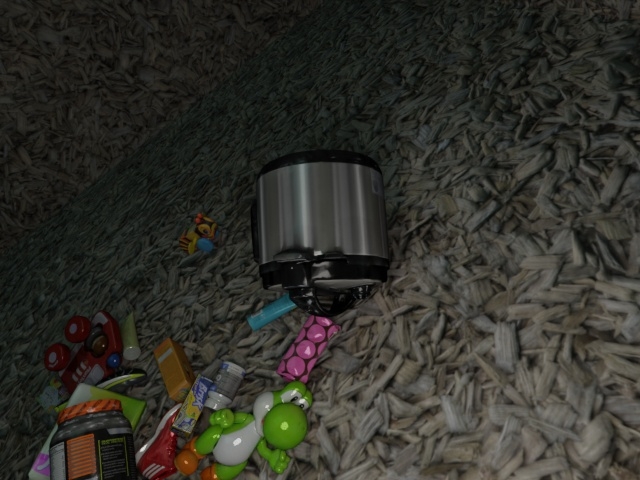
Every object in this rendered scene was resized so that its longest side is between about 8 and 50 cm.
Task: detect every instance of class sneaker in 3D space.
[{"bbox_3d":[-0.730,0.537,1.572,0.300,0.121,0.111,-26,5,-11],"label":"sneaker"},{"bbox_3d":[-0.426,0.590,1.337,0.128,0.087,0.221,26,70,29],"label":"sneaker"}]

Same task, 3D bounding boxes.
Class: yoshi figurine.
[{"bbox_3d":[-0.173,0.498,1.154,0.362,0.203,0.203,-36,56,-3],"label":"yoshi figurine"}]

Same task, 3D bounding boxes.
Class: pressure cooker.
[{"bbox_3d":[0.005,-0.001,1.270,0.375,0.370,0.420,155,113,-65],"label":"pressure cooker"}]

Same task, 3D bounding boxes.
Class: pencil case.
[{"bbox_3d":[-0.033,0.307,1.300,0.098,0.095,0.209,26,70,18],"label":"pencil case"}]

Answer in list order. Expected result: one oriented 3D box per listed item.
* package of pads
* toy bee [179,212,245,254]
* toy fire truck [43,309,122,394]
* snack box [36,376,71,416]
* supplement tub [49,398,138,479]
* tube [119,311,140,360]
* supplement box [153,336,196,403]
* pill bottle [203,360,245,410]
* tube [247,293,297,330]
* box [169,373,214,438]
[{"bbox_3d":[-0.696,0.605,1.399,0.229,0.101,0.296,18,55,0],"label":"package of pads"},{"bbox_3d":[-0.479,-0.047,1.893,0.298,0.162,0.195,-27,39,11],"label":"toy bee"},{"bbox_3d":[-0.836,0.427,1.697,0.254,0.169,0.302,35,89,28],"label":"toy fire truck"},{"bbox_3d":[-1.014,0.595,1.764,0.141,0.037,0.100,11,61,41],"label":"snack box"},{"bbox_3d":[-0.600,0.615,1.227,0.207,0.207,0.338,-25,63,14],"label":"supplement tub"},{"bbox_3d":[-0.736,0.365,1.773,0.070,0.062,0.240,-12,28,-25],"label":"tube"},{"bbox_3d":[-0.472,0.423,1.509,0.080,0.078,0.233,-43,40,-7],"label":"supplement box"},{"bbox_3d":[-0.283,0.435,1.361,0.078,0.078,0.137,0,52,36],"label":"pill bottle"},{"bbox_3d":[-0.135,0.217,1.488,0.207,0.052,0.080,-31,45,0],"label":"tube"},{"bbox_3d":[-0.373,0.482,1.352,0.054,0.059,0.169,-53,11,43],"label":"box"}]
